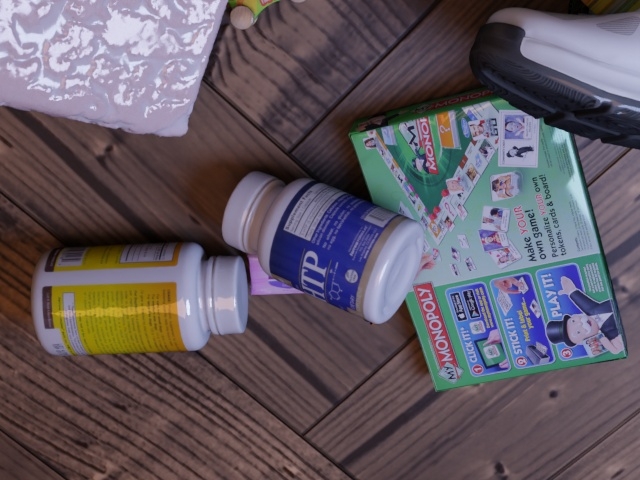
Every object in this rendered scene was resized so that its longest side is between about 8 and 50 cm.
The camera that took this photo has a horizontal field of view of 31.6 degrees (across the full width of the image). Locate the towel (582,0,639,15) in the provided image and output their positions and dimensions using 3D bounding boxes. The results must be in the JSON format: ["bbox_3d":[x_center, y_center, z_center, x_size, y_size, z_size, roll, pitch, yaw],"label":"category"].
[{"bbox_3d":[0.229,-0.307,1.040,0.237,0.021,0.102,42,107,-11],"label":"towel"}]

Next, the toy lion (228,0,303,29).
[{"bbox_3d":[-0.069,-0.262,1.102,0.100,0.034,0.096,-23,103,13],"label":"toy lion"}]

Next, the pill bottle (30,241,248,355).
[{"bbox_3d":[-0.189,0.062,1.206,0.215,0.117,0.117,-2,114,5],"label":"pill bottle"}]

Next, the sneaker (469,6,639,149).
[{"bbox_3d":[0.362,-0.204,1.021,0.447,0.169,0.257,12,91,-12],"label":"sneaker"}]

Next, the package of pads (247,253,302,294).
[{"bbox_3d":[-0.038,0.031,1.229,0.083,0.032,0.050,-2,115,5],"label":"package of pads"}]

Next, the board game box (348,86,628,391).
[{"bbox_3d":[0.179,0.000,1.179,0.213,0.046,0.317,-12,114,18],"label":"board game box"}]

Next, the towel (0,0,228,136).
[{"bbox_3d":[-0.221,-0.255,0.982,0.332,0.053,0.317,8,114,-34],"label":"towel"}]

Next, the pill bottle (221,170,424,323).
[{"bbox_3d":[0.000,0.000,1.146,0.187,0.112,0.112,23,116,21],"label":"pill bottle"}]

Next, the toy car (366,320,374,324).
[{"bbox_3d":[0.062,0.027,1.210,0.040,0.060,0.122,-11,123,-22],"label":"toy car"}]

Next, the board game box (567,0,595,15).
[{"bbox_3d":[0.310,-0.249,1.083,0.136,0.030,0.259,3,115,0],"label":"board game box"}]
